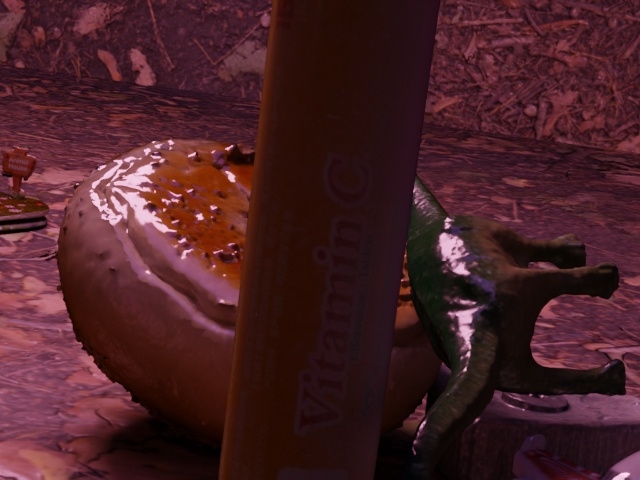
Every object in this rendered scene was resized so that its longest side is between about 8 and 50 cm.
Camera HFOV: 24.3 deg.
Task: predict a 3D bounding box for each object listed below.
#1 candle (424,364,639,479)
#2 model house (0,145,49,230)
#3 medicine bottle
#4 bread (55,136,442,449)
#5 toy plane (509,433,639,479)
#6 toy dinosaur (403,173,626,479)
[{"bbox_3d":[0.150,0.145,1.096,0.192,0.068,0.168,10,13,32],"label":"candle"},{"bbox_3d":[-0.462,-0.112,1.722,0.294,0.154,0.207,16,17,38],"label":"model house"},{"bbox_3d":[0.000,0.000,0.835,0.108,0.426,0.108,8,12,-2],"label":"medicine bottle"},{"bbox_3d":[-0.054,0.047,1.121,0.305,0.159,0.305,16,33,-11],"label":"bread"},{"bbox_3d":[0.225,0.173,0.905,0.252,0.118,0.252,4,13,-1],"label":"toy plane"},{"bbox_3d":[0.063,0.042,0.982,0.301,0.087,0.447,-2,32,-35],"label":"toy dinosaur"}]
